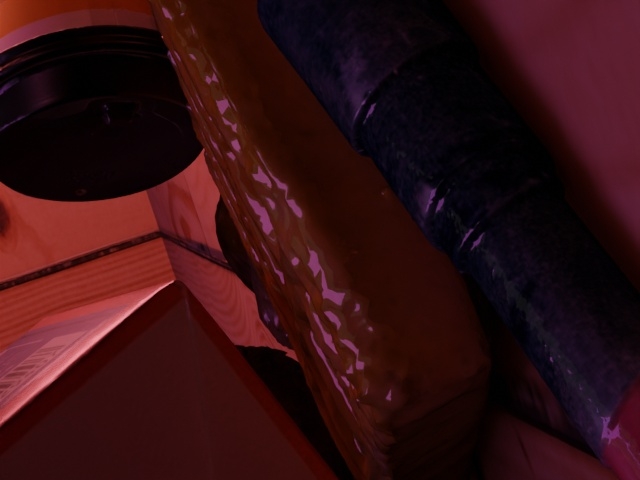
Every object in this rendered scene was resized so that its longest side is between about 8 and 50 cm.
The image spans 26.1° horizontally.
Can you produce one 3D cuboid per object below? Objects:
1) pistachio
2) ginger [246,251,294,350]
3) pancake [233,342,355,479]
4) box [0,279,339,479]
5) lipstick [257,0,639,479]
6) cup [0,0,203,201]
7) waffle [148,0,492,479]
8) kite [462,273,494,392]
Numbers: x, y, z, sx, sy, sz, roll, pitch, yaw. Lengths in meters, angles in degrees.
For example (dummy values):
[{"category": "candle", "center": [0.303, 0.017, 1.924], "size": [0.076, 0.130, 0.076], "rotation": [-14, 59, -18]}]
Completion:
[{"category": "pistachio", "center": [-0.048, 0.000, 0.976], "size": [0.173, 0.049, 0.089], "rotation": [99, 152, -71]}, {"category": "ginger", "center": [-0.023, 0.002, 0.833], "size": [0.173, 0.051, 0.069], "rotation": [80, 165, -52]}, {"category": "pancake", "center": [-0.072, 0.193, 0.912], "size": [0.049, 0.282, 0.282], "rotation": [-20, 89, 44]}, {"category": "box", "center": [-0.139, 0.251, 0.665], "size": [0.318, 0.348, 0.257], "rotation": [53, 155, -12]}, {"category": "lipstick", "center": [0.046, -0.009, 0.387], "size": [0.053, 0.053, 0.234], "rotation": [81, 165, -47]}, {"category": "cup", "center": [-0.189, -0.178, 1.060], "size": [0.196, 0.196, 0.280], "rotation": [90, 166, -65]}, {"category": "waffle", "center": [0.000, 0.000, 0.591], "size": [0.221, 0.055, 0.248], "rotation": [62, 173, 20]}, {"category": "kite", "center": [0.023, -0.047, 0.579], "size": [0.127, 0.016, 0.229], "rotation": [85, 160, -47]}]
